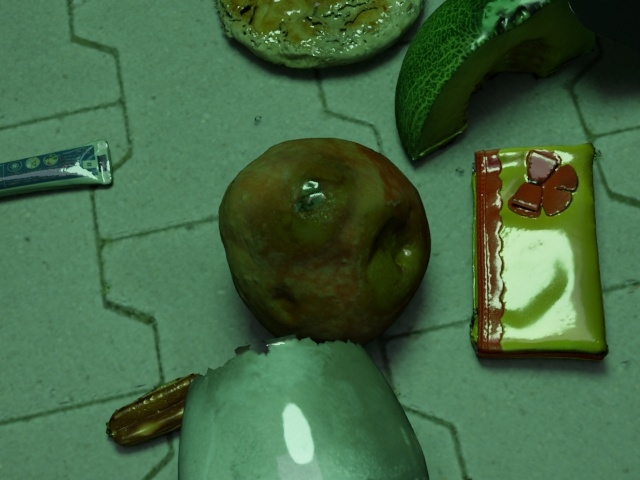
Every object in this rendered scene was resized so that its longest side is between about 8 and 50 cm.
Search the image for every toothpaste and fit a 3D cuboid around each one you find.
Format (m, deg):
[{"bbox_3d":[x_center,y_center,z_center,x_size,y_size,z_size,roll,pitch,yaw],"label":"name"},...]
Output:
[{"bbox_3d":[-0.338,-0.074,1.176,0.197,0.035,0.057,-10,74,-4],"label":"toothpaste"}]

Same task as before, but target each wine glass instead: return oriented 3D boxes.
[{"bbox_3d":[-0.009,0.259,0.894,0.238,0.238,0.323,-15,70,-3],"label":"wine glass"}]

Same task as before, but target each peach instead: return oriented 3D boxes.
[{"bbox_3d":[0.000,0.000,1.011,0.214,0.235,0.214,-5,69,12],"label":"peach"}]

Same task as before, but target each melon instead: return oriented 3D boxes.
[{"bbox_3d":[0.178,-0.231,1.137,0.265,0.169,0.129,-31,67,-11],"label":"melon"}]

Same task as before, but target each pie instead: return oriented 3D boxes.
[{"bbox_3d":[-0.001,-0.320,1.255,0.274,0.055,0.274,-3,61,6],"label":"pie"}]

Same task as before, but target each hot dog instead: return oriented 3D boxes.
[{"bbox_3d":[-0.163,0.175,1.050,0.122,0.037,0.049,-23,77,-1],"label":"hot dog"}]

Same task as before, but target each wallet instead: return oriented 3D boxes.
[{"bbox_3d":[0.227,0.007,1.081,0.141,0.067,0.241,0,66,6],"label":"wallet"}]

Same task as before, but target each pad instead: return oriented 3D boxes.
[{"bbox_3d":[0.359,-0.279,1.148,0.267,0.004,0.181,13,59,-32],"label":"pad"}]
